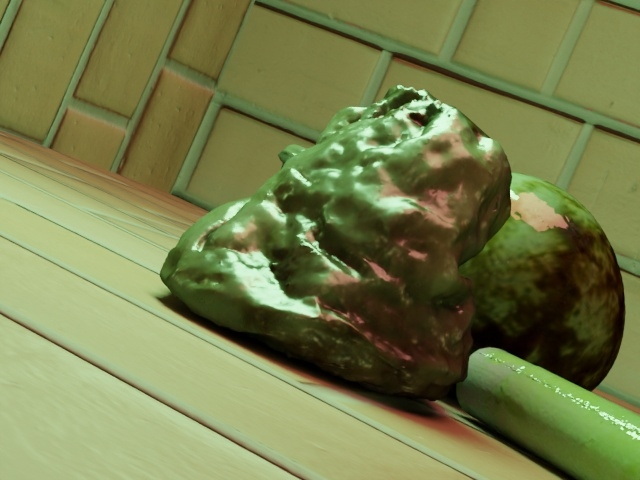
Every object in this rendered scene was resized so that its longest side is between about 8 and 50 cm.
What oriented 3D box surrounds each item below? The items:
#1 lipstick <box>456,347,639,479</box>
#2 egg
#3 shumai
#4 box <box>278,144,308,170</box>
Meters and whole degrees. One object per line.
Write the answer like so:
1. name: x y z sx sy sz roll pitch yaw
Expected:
1. lipstick: 0.220 0.164 1.192 0.076 0.076 0.304 23 0 -28
2. egg: 0.196 0.063 1.464 0.238 0.238 0.289 25 -22 54
3. shumai: 0.032 -0.021 1.253 0.304 0.263 0.309 25 0 -41
4. box: 0.000 0.000 1.659 0.138 0.178 0.274 23 1 7
